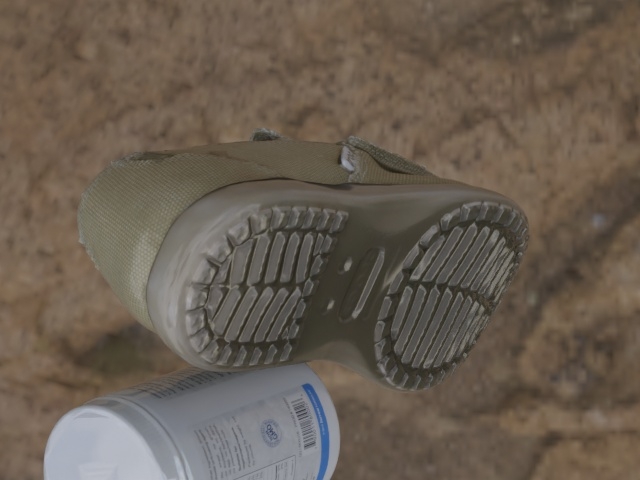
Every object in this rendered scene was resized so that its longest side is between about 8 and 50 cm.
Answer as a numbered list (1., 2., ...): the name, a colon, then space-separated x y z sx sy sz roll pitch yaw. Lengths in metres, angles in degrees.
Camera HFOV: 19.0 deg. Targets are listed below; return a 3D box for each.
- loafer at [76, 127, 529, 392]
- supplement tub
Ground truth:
1. loafer: 0.000 0.000 0.797 0.092 0.268 0.102 34 101 29
2. supplement tub: -0.049 0.085 0.765 0.071 0.107 0.071 10 106 39
